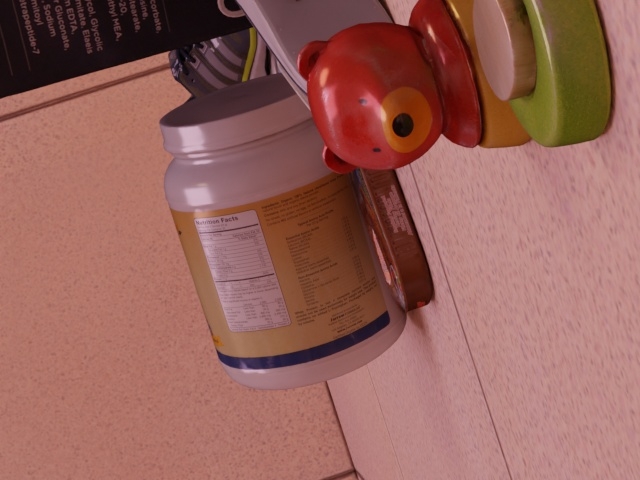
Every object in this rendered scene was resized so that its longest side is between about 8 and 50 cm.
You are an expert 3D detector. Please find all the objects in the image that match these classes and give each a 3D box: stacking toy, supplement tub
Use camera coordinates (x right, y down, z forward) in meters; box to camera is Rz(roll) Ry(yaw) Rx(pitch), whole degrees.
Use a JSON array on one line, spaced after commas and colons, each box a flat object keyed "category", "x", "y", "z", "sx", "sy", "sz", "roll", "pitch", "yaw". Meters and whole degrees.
[{"category": "stacking toy", "x": 0.041, "y": -0.170, "z": 0.868, "sx": 0.279, "sy": 0.130, "sz": 0.309, "roll": -126, "pitch": 19, "yaw": -74}, {"category": "supplement tub", "x": -0.045, "y": -0.015, "z": 1.723, "sx": 0.228, "sy": 0.228, "sz": 0.316, "roll": -126, "pitch": 19, "yaw": -73}]

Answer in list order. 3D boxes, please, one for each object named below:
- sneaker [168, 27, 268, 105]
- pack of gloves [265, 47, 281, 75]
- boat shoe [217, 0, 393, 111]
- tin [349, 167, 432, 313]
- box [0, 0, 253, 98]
[{"category": "sneaker", "x": -0.132, "y": -0.250, "z": 1.914, "sx": 0.111, "sy": 0.121, "sz": 0.300, "roll": -110, "pitch": 13, "yaw": -48}, {"category": "pack of gloves", "x": -0.047, "y": -0.303, "z": 1.875, "sx": 0.195, "sy": 0.046, "sz": 0.232, "roll": -150, "pitch": 53, "yaw": -81}, {"category": "boat shoe", "x": -0.026, "y": -0.243, "z": 1.406, "sx": 0.367, "sy": 0.136, "sz": 0.156, "roll": 59, "pitch": 173, "yaw": 24}, {"category": "tin", "x": 0.071, "y": -0.018, "z": 1.574, "sx": 0.106, "sy": 0.040, "sz": 0.190, "roll": 79, "pitch": 172, "yaw": -79}, {"category": "box", "x": -0.336, "y": -0.334, "z": 1.623, "sx": 0.480, "sy": 0.471, "sz": 0.297, "roll": 21, "pitch": 128, "yaw": 62}]
